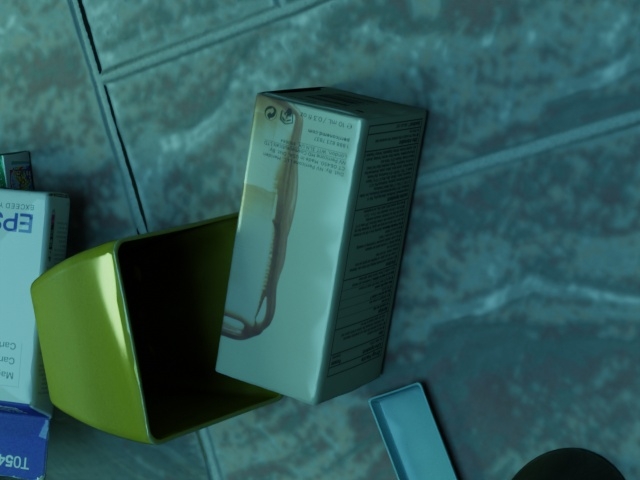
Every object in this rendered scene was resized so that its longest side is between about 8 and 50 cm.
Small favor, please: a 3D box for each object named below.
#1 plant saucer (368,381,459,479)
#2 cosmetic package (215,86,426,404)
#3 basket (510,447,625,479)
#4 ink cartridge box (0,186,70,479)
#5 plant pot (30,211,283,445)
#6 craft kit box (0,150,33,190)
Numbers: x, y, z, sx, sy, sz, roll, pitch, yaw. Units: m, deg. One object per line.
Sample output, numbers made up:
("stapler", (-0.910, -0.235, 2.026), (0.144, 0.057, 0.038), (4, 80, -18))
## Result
("plant saucer", (0.114, 0.247, 1.701), (0.067, 0.018, 0.192), (-22, 87, 28))
("cosmetic package", (0.000, 0.000, 1.647), (0.129, 0.153, 0.296), (15, 103, 26))
("basket", (0.199, 0.323, 1.552), (0.154, 0.227, 0.204), (23, 107, 22))
("ink cartridge box", (-0.455, 0.097, 1.839), (0.324, 0.071, 0.330), (4, 88, 18))
("plant pot", (-0.192, 0.095, 1.737), (0.187, 0.212, 0.212), (-7, 95, 40))
("craft kit box", (-0.446, 0.027, 1.933), (0.250, 0.061, 0.246), (-5, 98, 28))
